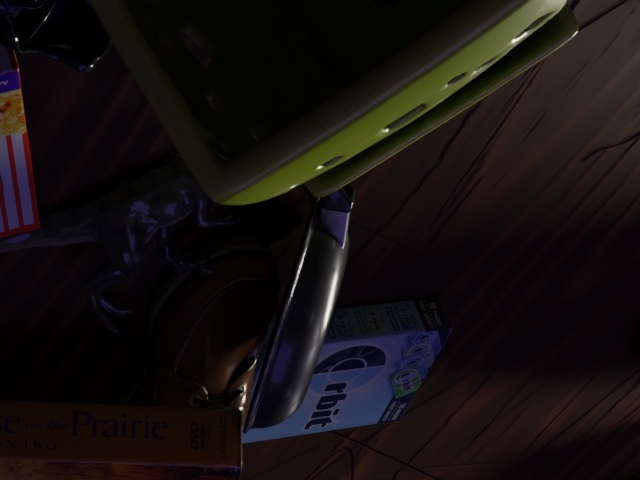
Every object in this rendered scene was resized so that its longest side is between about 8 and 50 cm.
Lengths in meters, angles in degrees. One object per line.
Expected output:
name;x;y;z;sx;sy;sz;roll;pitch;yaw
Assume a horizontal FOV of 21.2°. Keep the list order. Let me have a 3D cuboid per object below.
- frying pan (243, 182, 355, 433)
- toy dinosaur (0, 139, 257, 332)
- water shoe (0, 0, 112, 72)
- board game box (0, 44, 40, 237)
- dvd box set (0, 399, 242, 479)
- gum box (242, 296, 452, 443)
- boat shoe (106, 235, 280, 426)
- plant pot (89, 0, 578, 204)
frying pan;0.000;-0.001;1.333;0.053;0.197;0.326;18;97;-2
toy dinosaur;-0.142;-0.002;1.297;0.268;0.064;0.118;-19;133;-1
water shoe;-0.190;-0.156;0.997;0.073;0.080;0.203;-54;151;12
board game box;-0.269;-0.059;1.142;0.146;0.045;0.193;-14;151;-12
dvd box set;-0.286;0.237;1.447;0.420;0.062;0.308;3;141;-7
gum box;0.010;0.122;1.577;0.184;0.041;0.157;-6;144;-25
boat shoe;-0.098;0.122;1.457;0.110;0.104;0.307;-3;143;-26
plant pot;0.010;-0.161;0.988;0.227;0.228;0.207;-33;167;14
